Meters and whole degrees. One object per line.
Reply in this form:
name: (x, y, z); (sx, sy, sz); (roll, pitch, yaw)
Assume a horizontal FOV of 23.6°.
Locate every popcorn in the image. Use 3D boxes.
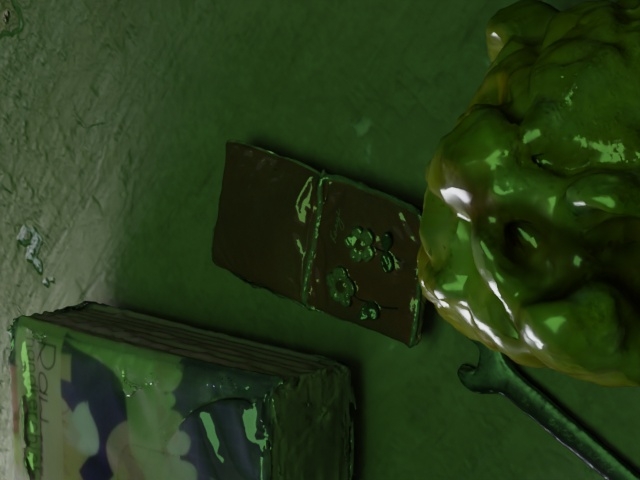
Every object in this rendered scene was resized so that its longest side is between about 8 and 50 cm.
popcorn: (0.173, -0.039, 0.997); (0.241, 0.235, 0.250); (11, 94, 56)

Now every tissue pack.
tissue pack: (-0.131, 0.198, 1.357); (0.343, 0.125, 0.242); (10, 106, 41)

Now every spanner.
spanner: (0.198, 0.153, 1.146); (0.254, 0.015, 0.054); (40, 120, 27)

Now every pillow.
pillow: (0.000, 0.000, 1.263); (0.232, 0.043, 0.126); (20, 112, 36)
